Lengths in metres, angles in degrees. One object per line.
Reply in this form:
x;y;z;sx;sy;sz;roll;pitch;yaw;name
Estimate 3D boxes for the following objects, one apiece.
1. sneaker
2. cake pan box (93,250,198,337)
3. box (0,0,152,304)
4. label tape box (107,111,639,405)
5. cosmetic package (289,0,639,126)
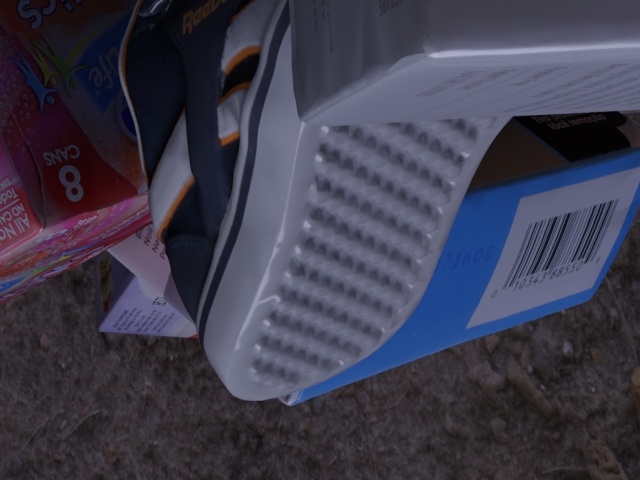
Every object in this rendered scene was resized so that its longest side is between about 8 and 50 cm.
0.008;-0.080;0.633;0.126;0.127;0.321;-11;149;-33;sneaker
0.000;0.000;1.208;0.245;0.070;0.267;3;159;-20;cake pan box
-0.190;-0.034;0.854;0.300;0.142;0.154;-26;177;40;box
-0.033;-0.080;0.987;0.347;0.115;0.249;40;-145;28;label tape box
0.089;-0.108;0.399;0.183;0.151;0.151;-3;179;-9;cosmetic package
